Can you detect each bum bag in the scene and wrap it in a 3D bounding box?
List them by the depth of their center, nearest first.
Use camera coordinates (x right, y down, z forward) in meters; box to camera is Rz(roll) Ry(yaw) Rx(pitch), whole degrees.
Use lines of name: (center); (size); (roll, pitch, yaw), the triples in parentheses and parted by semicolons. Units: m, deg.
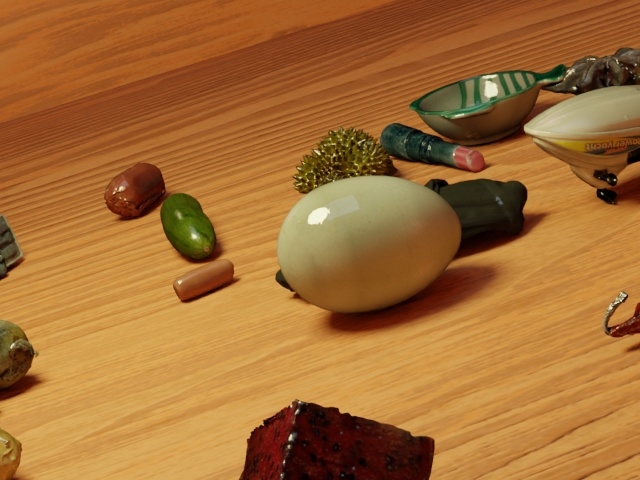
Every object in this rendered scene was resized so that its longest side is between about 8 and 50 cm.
bum bag: (0.095, -0.016, 1.630); (0.326, 0.079, 0.142); (-17, 24, -5)

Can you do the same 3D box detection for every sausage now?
sausage: (-0.149, 0.050, 1.715); (0.083, 0.034, 0.034); (-24, 19, -23)
sausage: (-0.305, -0.084, 2.215); (0.076, 0.076, 0.141); (-8, 20, 23)

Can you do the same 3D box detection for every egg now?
egg: (0.055, 0.003, 1.483); (0.209, 0.151, 0.151); (-9, 15, -14)

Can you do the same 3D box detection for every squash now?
squash: (-0.197, -0.026, 1.943); (0.069, 0.069, 0.258); (-18, 17, -8)

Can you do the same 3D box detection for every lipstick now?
lipstick: (0.167, -0.132, 2.002); (0.053, 0.053, 0.234); (-22, 22, -21)

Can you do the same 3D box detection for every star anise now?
star anise: (0.450, -0.264, 2.131); (0.181, 0.061, 0.204); (-7, 19, 28)

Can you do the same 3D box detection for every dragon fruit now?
dragon fruit: (0.000, 0.199, 1.054); (0.161, 0.121, 0.127); (-36, 33, 62)

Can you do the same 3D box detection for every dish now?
dish: (0.264, -0.201, 2.069); (0.246, 0.078, 0.224); (-12, 17, 16)

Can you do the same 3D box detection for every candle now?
candle: (0.334, 0.056, 1.238); (0.162, 0.048, 0.053); (-19, 34, -12)

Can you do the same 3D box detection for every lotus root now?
lotus root: (-0.407, 0.139, 1.570); (0.165, 0.088, 0.088); (-14, 17, 17)

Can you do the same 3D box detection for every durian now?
durian: (0.027, -0.105, 1.947); (0.147, 0.102, 0.208); (-5, 23, 14)

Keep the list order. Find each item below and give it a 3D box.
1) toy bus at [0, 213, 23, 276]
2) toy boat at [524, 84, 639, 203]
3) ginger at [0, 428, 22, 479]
toy bus: (-0.560, 0.045, 2.011); (0.106, 0.092, 0.268); (-16, 15, 31)
toy boat: (0.381, -0.126, 1.632); (0.270, 0.140, 0.141); (-19, 17, -14)
ginger: (-0.366, 0.199, 1.385); (0.118, 0.065, 0.299); (-14, 14, -10)
